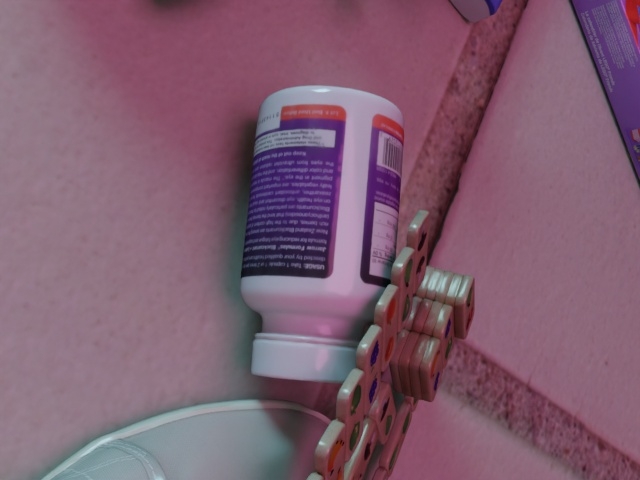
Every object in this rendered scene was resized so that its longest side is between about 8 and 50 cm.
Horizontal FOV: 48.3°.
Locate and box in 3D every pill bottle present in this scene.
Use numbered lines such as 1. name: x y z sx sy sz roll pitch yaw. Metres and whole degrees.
1. pill bottle: 0.000 0.000 0.505 0.108 0.108 0.194 12 79 -34

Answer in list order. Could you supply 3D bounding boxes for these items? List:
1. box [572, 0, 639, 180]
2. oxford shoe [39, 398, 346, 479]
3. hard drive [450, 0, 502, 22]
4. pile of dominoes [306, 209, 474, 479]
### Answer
1. box: 0.416 -0.208 0.857 0.201 0.057 0.293 -36 106 -33
2. oxford shoe: -0.142 0.206 0.373 0.449 0.130 0.169 -12 88 -38
3. hard drive: 0.158 -0.400 0.699 0.210 0.040 0.319 42 64 -25
4. pile of dominoes: 0.053 0.128 0.494 0.196 0.040 0.251 75 35 -52
